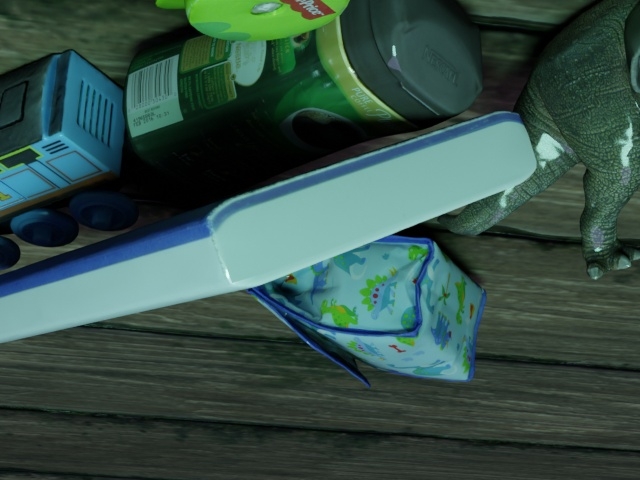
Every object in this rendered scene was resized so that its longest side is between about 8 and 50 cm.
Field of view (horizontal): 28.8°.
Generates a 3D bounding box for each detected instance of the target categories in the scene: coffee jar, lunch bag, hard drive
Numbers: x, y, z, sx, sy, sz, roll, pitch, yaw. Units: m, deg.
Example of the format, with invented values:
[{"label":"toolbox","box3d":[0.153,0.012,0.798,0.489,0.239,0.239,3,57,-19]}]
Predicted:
[{"label":"coffee jar","box3d":[-0.010,-0.086,0.668,0.184,0.079,0.096,-15,153,32]},{"label":"lunch bag","box3d":[0.032,0.053,0.949,0.151,0.096,0.129,4,160,27]},{"label":"hard drive","box3d":[-0.064,0.000,0.712,0.210,0.040,0.319,-21,-176,-39]}]

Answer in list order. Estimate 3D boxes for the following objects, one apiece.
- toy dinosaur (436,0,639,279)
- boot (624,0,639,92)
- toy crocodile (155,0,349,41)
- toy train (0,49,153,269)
[{"label":"toy dinosaur","box3d":[0.186,-0.073,0.653,0.121,0.160,0.314,-19,-178,-37]},{"label":"boot","box3d":[0.184,-0.133,0.317,0.263,0.091,0.229,-10,147,26]},{"label":"toy crocodile","box3d":[0.028,-0.164,0.463,0.105,0.115,0.341,1,163,-37]},{"label":"toy train","box3d":[-0.187,-0.044,0.766,0.184,0.080,0.105,-17,144,27]}]
